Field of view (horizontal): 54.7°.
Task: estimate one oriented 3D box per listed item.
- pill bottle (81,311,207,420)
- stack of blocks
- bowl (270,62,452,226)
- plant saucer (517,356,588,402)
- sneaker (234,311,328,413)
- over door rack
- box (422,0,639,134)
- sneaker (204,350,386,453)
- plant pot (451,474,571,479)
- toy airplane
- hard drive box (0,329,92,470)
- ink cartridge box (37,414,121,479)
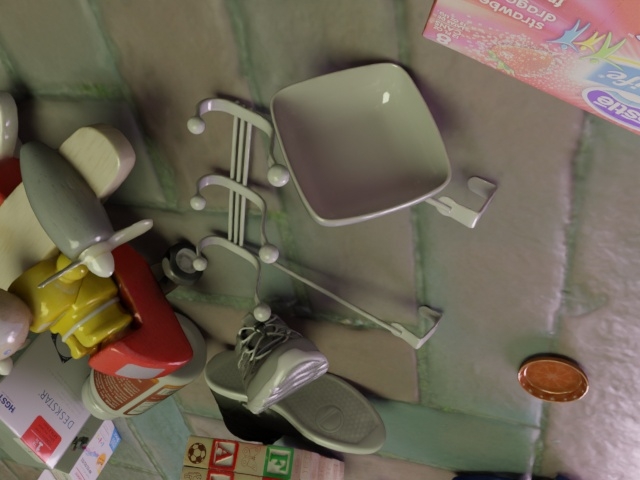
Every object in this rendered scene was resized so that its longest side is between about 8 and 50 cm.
[{"bbox_3d":[-0.290,0.209,0.994,0.121,0.121,0.216,44,124,-17],"label":"pill bottle"},{"bbox_3d":[-0.081,0.385,1.006,0.171,0.087,0.297,0,157,18],"label":"stack of blocks"},{"bbox_3d":[0.034,-0.081,0.563,0.142,0.142,0.053,-17,162,-12],"label":"bowl"},{"bbox_3d":[0.292,0.173,0.779,0.083,0.013,0.083,13,134,14],"label":"plant saucer"},{"bbox_3d":[-0.075,0.148,0.805,0.115,0.105,0.281,61,161,4],"label":"sneaker"},{"bbox_3d":[0.000,0.000,0.689,0.324,0.108,0.240,20,137,8],"label":"over door rack"},{"bbox_3d":[0.234,-0.151,0.365,0.299,0.154,0.142,25,172,2],"label":"box"},{"bbox_3d":[-0.039,0.277,0.981,0.295,0.105,0.147,17,140,16],"label":"sneaker"},{"bbox_3d":[0.328,0.500,0.918,0.212,0.236,0.236,-23,118,33],"label":"plant pot"},{"bbox_3d":[-0.362,0.020,0.761,0.384,0.272,0.386,11,131,14],"label":"toy airplane"},{"bbox_3d":[-0.452,0.226,1.030,0.089,0.232,0.181,-2,130,28],"label":"hard drive box"},{"bbox_3d":[-0.514,0.470,1.326,0.061,0.181,0.104,11,135,17],"label":"ink cartridge box"}]
